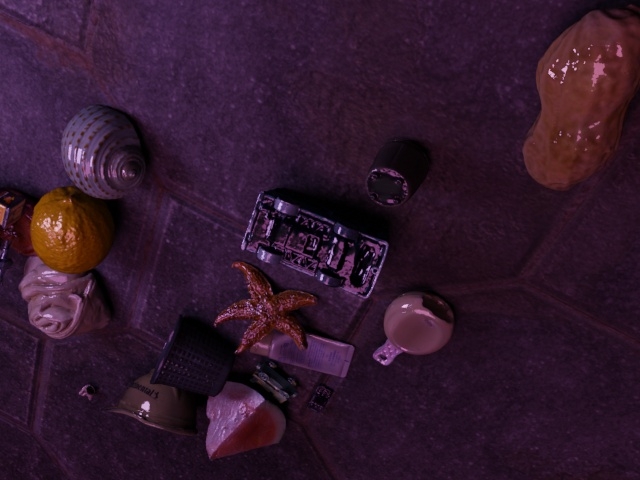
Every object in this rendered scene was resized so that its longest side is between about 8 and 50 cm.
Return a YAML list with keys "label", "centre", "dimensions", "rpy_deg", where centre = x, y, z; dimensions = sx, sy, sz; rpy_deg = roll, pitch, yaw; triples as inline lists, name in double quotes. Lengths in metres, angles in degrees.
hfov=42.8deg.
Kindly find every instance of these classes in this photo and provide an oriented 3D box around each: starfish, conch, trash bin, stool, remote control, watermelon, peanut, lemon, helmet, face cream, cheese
- label: "starfish"
  centre: [-0.120, 0.149, 1.744]
  dimensions: [0.227, 0.043, 0.240]
  rpy_deg: [-33, 90, 9]
- label: "conch"
  centre: [-0.446, -0.164, 1.619]
  dimensions: [0.200, 0.131, 0.172]
  rpy_deg: [9, 130, 18]
- label: "trash bin"
  centre: [-0.290, 0.282, 1.895]
  dimensions: [0.161, 0.175, 0.175]
  rpy_deg: [25, 134, -11]
- label: "stool"
  centre: [0.129, -0.113, 1.403]
  dimensions: [0.096, 0.110, 0.096]
  rpy_deg: [15, 129, 19]
- label: "remote control"
  centre: [-0.001, 0.372, 1.920]
  dimensions: [0.039, 0.014, 0.096]
  rpy_deg: [28, 132, 2]
- label: "watermelon"
  centre: [-0.188, 0.437, 1.980]
  dimensions: [0.202, 0.136, 0.207]
  rpy_deg: [-30, 121, 1]
- label: "peanut"
  centre: [0.385, -0.199, 1.203]
  dimensions: [0.149, 0.149, 0.313]
  rpy_deg: [15, 136, 13]
- label: "lemon"
  centre: [-0.530, -0.023, 1.743]
  dimensions: [0.181, 0.180, 0.193]
  rpy_deg: [8, 151, 19]
- label: "helmet"
  centre: [-0.407, 0.389, 2.044]
  dimensions: [0.258, 0.137, 0.204]
  rpy_deg: [9, 169, 29]
- label: "face cream"
  centre: [-0.041, 0.241, 1.814]
  dimensions: [0.224, 0.070, 0.114]
  rpy_deg: [13, 134, -1]
- label: "cheese"
  centre: [0.176, 0.189, 1.658]
  dimensions: [0.137, 0.064, 0.227]
  rpy_deg: [36, 134, -3]

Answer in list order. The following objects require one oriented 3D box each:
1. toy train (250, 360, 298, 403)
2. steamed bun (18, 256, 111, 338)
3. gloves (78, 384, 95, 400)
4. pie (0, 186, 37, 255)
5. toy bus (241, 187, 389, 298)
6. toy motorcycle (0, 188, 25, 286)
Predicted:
- label: "toy train"
  centre: [-0.108, 0.331, 1.917]
  dimensions: [0.122, 0.050, 0.081]
  rpy_deg: [40, 143, -7]
- label: "steamed bun"
  centre: [-0.628, 0.147, 1.944]
  dimensions: [0.211, 0.144, 0.217]
  rpy_deg: [11, 130, 18]
- label: "gloves"
  centre: [-0.632, 0.415, 2.233]
  dimensions: [0.081, 0.037, 0.044]
  rpy_deg: [-24, 88, 48]
- label: "pie"
  centre: [-0.697, -0.043, 1.886]
  dimensions: [0.183, 0.049, 0.182]
  rpy_deg: [18, 134, 20]
- label: "toy bus"
  centre: [0.000, 0.000, 1.529]
  dimensions: [0.256, 0.147, 0.128]
  rpy_deg: [22, 104, 7]
- label: "toy motorcycle"
  centre: [-0.759, -0.016, 1.838]
  dimensions: [0.157, 0.091, 0.263]
  rpy_deg: [30, 126, 5]
